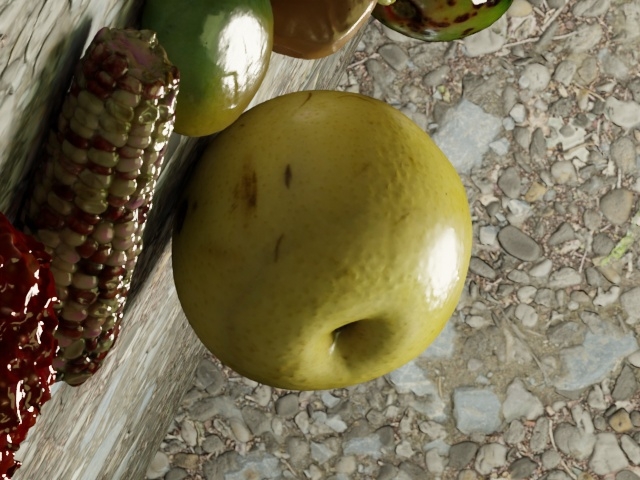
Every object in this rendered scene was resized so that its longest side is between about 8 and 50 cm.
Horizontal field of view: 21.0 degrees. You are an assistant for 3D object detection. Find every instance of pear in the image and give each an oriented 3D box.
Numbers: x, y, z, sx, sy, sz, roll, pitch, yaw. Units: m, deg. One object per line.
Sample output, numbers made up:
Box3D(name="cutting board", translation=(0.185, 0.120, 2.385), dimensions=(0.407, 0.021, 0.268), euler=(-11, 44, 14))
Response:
Box3D(name="pear", translation=(0.000, 0.000, 1.936), dimensions=(0.348, 0.348, 0.348), euler=(-63, 178, -3))

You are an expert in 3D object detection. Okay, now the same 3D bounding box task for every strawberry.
Box3D(name="strawberry", translation=(-0.195, 0.071, 0.972), dimensions=(0.188, 0.106, 0.286), euler=(-62, 179, 11))

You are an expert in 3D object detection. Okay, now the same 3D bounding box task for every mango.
Box3D(name="mango", translation=(-0.088, -0.145, 1.267), dimensions=(0.130, 0.091, 0.194), euler=(-61, 169, -3))

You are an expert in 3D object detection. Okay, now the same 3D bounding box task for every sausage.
Box3D(name="sausage", translation=(0.003, -0.261, 1.431), dimensions=(0.120, 0.136, 0.241), euler=(116, -3, -72))

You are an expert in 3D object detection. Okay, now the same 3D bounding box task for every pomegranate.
Box3D(name="pomegranate", translation=(0.157, -0.392, 2.265), dimensions=(0.306, 0.242, 0.242), euler=(-69, -176, -54))

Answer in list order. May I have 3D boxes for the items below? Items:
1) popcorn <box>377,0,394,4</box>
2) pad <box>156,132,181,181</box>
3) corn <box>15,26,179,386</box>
Box3D(name="popcorn", translation=(0.087, -0.355, 1.958), dimensions=(0.197, 0.155, 0.197), euler=(-41, -164, 14))
Box3D(name="pad", translation=(-0.168, -0.049, 1.621), dimensions=(0.190, 0.004, 0.127), euler=(-61, 178, -27))
Box3D(name="corn", translation=(-0.153, -0.015, 1.151), dimensions=(0.281, 0.092, 0.092), euler=(-66, 177, 33))
